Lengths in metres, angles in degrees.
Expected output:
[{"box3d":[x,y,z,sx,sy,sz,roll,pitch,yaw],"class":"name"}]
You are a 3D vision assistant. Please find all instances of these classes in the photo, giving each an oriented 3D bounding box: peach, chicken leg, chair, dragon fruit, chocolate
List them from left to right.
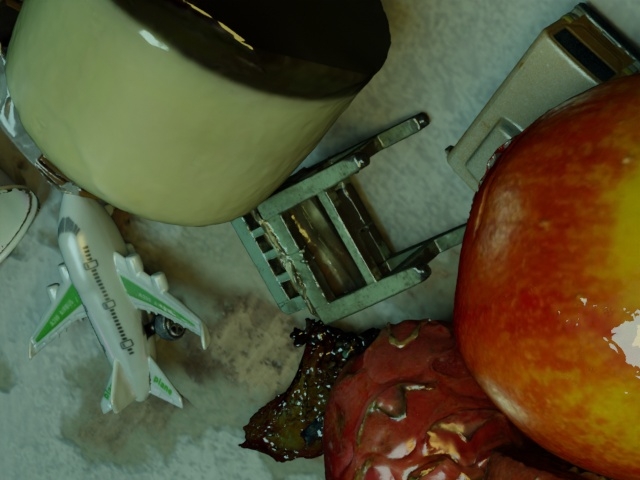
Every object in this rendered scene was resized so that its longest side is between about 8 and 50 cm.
[{"box3d":[-0.136,-0.162,1.752,0.297,0.326,0.314,-49,57,23],"class":"chocolate"},{"box3d":[-0.005,0.159,2.015,0.105,0.063,0.234,40,129,17],"class":"chicken leg"},{"box3d":[0.000,0.000,1.885,0.270,0.147,0.136,-23,98,37],"class":"chair"},{"box3d":[0.112,0.197,1.838,0.252,0.241,0.241,57,132,25],"class":"dragon fruit"},{"box3d":[0.287,0.031,1.590,0.370,0.370,0.370,14,119,28],"class":"peach"}]

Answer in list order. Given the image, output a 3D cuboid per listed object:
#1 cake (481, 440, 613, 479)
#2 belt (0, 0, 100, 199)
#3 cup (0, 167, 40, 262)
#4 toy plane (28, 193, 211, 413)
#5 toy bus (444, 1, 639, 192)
[{"box3d":[0.239,0.265,1.615,0.283,0.177,0.151,23,103,48],"class":"cake"},{"box3d":[-0.246,-0.170,1.994,0.184,0.105,0.261,-23,98,40],"class":"belt"},{"box3d":[-0.479,-0.067,2.120,0.274,0.253,0.253,51,129,12],"class":"cup"},{"box3d":[-0.219,0.060,2.088,0.251,0.101,0.255,-7,104,36],"class":"toy plane"},{"box3d":[0.194,-0.108,1.731,0.091,0.103,0.182,44,129,9],"class":"toy bus"}]
